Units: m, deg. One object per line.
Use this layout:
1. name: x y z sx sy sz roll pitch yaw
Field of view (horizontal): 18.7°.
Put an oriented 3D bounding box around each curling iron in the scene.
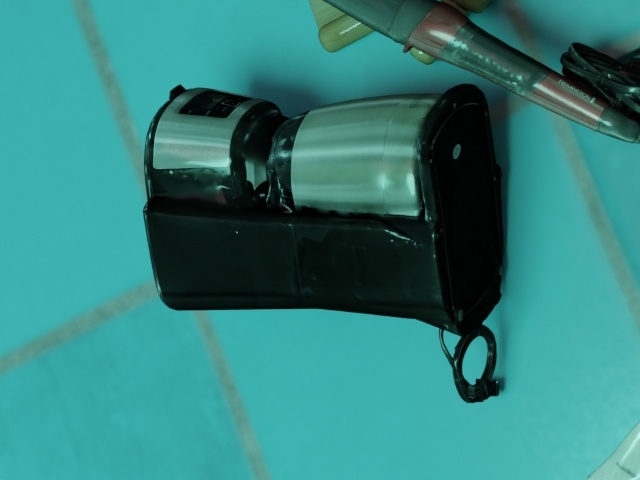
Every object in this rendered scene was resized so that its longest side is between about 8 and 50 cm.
1. curling iron: 0.065 -0.115 1.053 0.274 0.068 0.035 24 113 17

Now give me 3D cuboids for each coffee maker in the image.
1. coffee maker: 0.000 0.000 1.067 0.178 0.120 0.171 1 88 27

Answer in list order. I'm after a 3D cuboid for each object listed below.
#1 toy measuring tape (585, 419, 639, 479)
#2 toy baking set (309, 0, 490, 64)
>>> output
1. toy measuring tape: 0.186 0.078 0.975 0.330 0.121 0.121 -49 68 16
2. toy baking set: 0.055 -0.230 1.104 0.197 0.030 0.256 45 106 21
